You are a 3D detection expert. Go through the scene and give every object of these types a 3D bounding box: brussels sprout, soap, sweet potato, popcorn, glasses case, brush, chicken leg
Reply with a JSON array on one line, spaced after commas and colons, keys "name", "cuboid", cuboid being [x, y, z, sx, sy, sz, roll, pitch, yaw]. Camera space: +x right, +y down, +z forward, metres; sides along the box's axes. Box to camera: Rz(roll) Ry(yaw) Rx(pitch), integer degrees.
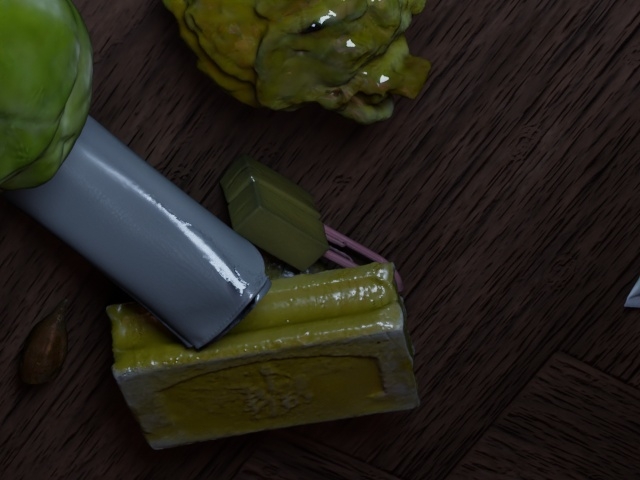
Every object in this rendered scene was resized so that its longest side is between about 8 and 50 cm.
[{"name": "brussels sprout", "cuboid": [-0.342, -0.150, 1.447, 0.274, 0.242, 0.316, 3, 120, -7]}, {"name": "soap", "cuboid": [-0.057, 0.128, 1.744, 0.315, 0.091, 0.199, -9, 144, 3]}, {"name": "sweet potato", "cuboid": [-0.293, 0.108, 1.751, 0.049, 0.049, 0.117, 12, 122, -22]}, {"name": "popcorn", "cuboid": [-0.015, -0.211, 1.528, 0.266, 0.192, 0.233, 40, 112, -15]}, {"name": "glasses case", "cuboid": [-0.194, -0.018, 1.631, 0.308, 0.083, 0.128, 39, 125, 0]}, {"name": "brush", "cuboid": [0.000, 0.000, 1.730, 0.233, 0.103, 0.047, 31, 114, -31]}, {"name": "chicken leg", "cuboid": [-0.073, 0.033, 1.758, 0.178, 0.070, 0.093, 22, 121, -19]}]

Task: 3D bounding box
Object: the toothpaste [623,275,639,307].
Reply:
[{"name": "toothpaste", "cuboid": [0.443, -0.044, 1.857, 0.058, 0.056, 0.314, 29, 122, 14]}]
